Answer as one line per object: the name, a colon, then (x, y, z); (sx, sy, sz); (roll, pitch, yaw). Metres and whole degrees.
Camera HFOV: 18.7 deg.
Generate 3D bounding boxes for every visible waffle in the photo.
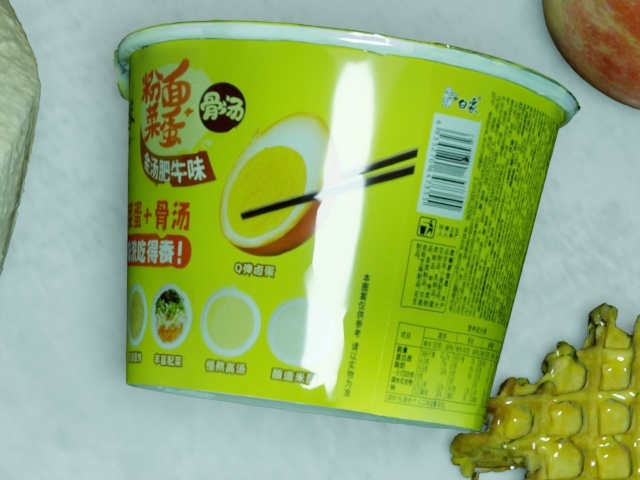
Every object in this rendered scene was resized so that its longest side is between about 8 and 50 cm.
waffle: (0.197, 0.162, 1.298); (0.229, 0.051, 0.232); (-41, 52, -13)

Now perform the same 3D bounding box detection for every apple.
apple: (0.260, -0.192, 1.391); (0.164, 0.209, 0.209); (38, 72, -16)

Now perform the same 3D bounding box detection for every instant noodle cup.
instant noodle cup: (0.000, 0.000, 1.256); (0.311, 0.311, 0.221); (9, 83, -8)

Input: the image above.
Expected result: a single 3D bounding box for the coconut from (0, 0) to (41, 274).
coconut: (-0.348, -0.065, 1.184); (0.346, 0.360, 0.346); (-4, 78, 18)
